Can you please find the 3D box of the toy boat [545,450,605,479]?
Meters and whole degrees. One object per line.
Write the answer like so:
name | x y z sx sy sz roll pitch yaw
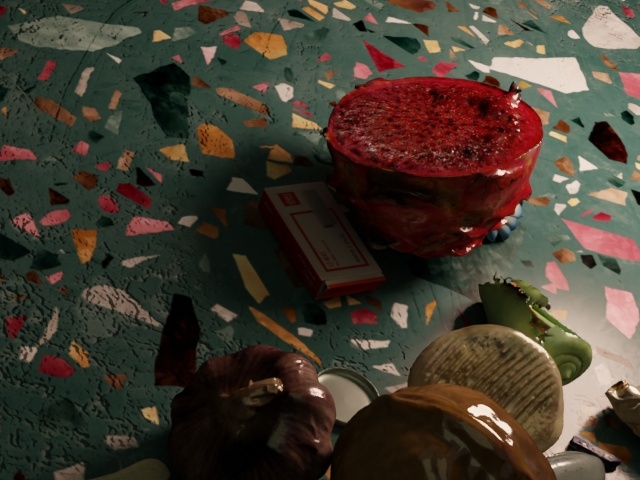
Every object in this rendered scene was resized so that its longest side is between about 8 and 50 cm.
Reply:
toy boat | 0.325 0.351 1.920 0.260 0.085 0.078 -4 80 -41

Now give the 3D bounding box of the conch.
conch | 0.326 0.130 2.098 0.143 0.137 0.250 17 39 -45

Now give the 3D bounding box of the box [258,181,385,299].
box | 0.000 0.001 2.162 0.123 0.050 0.229 -8 49 -31

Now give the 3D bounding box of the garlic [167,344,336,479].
garlic | -0.098 0.242 1.735 0.245 0.160 0.245 -10 59 17

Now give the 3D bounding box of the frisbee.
frisbee | 0.036 0.232 1.957 0.110 0.014 0.110 14 41 -12

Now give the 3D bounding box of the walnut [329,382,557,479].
walnut | 0.155 0.336 1.670 0.306 0.306 0.344 -39 111 -46

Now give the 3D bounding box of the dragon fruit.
dragon fruit | 0.183 -0.115 2.219 0.371 0.249 0.386 -15 34 -23

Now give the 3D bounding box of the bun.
bun | 0.247 0.229 1.965 0.237 0.116 0.210 32 69 4

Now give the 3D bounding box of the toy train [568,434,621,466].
toy train | 0.421 0.326 2.032 0.083 0.017 0.017 28 43 5

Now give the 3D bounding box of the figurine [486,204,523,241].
figurine | 0.313 -0.051 2.349 0.114 0.079 0.114 17 54 -25

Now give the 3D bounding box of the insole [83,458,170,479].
insole | -0.277 0.327 1.712 0.192 0.010 0.063 -20 56 -38

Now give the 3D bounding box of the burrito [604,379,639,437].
burrito | 0.616 0.341 2.067 0.392 0.076 0.117 37 36 13
